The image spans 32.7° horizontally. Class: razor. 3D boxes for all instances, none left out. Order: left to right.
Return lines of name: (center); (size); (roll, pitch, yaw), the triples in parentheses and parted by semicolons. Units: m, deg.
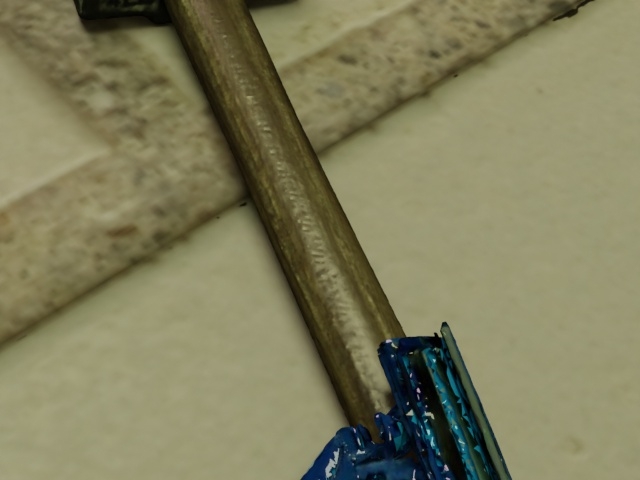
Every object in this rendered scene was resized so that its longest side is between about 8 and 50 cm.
razor: (-0.098, 0.107, 0.337); (0.324, 0.056, 0.093); (-11, 53, -12)

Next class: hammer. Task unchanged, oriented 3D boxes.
hammer: (0.000, 0.000, 0.440); (0.111, 0.043, 0.365); (-14, 63, -22)
